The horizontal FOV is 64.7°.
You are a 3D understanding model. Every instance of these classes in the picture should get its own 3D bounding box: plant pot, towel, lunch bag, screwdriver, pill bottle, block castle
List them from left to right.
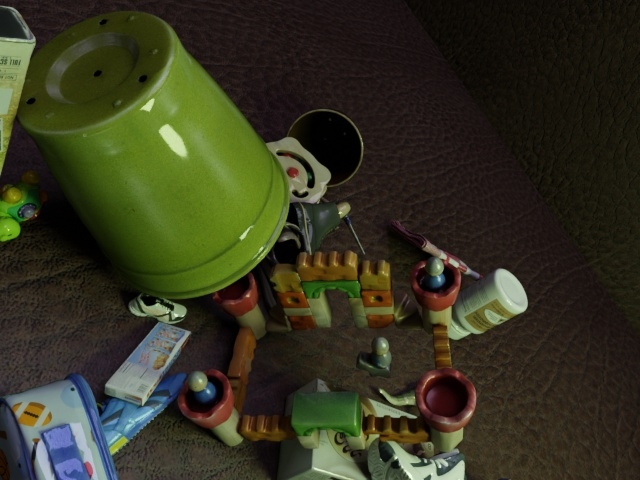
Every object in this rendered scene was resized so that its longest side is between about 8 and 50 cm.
[{"bbox_3d":[-0.302,0.327,0.597,0.114,0.243,0.304,-10,65,-46],"label":"lunch bag"},{"bbox_3d":[-0.270,-0.146,0.812,0.353,0.366,0.367,68,8,-58],"label":"plant pot"},{"bbox_3d":[0.026,-0.294,1.476,0.215,0.215,0.230,40,24,-10],"label":"plant pot"},{"bbox_3d":[0.017,0.178,0.858,0.213,0.452,0.303,73,18,-46],"label":"block castle"},{"bbox_3d":[0.090,-0.035,1.446,0.170,0.024,0.025,64,12,9],"label":"screwdriver"},{"bbox_3d":[0.378,0.049,1.522,0.328,0.037,0.237,28,7,-23],"label":"towel"},{"bbox_3d":[0.447,0.187,1.419,0.131,0.229,0.131,25,44,-27],"label":"pill bottle"}]

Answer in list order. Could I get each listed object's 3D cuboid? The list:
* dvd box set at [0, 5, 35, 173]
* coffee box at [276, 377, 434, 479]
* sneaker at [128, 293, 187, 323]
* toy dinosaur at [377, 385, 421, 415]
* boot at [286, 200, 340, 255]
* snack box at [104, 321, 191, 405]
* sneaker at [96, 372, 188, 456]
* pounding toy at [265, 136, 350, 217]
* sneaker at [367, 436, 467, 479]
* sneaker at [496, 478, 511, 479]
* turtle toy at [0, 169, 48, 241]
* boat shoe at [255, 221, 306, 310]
[{"bbox_3d":[-0.541,-0.097,0.587,0.307,0.420,0.062,-18,68,-48],"label":"dvd box set"},{"bbox_3d":[0.077,0.407,0.980,0.297,0.119,0.168,28,43,-23],"label":"coffee box"},{"bbox_3d":[-0.294,0.125,0.933,0.109,0.043,0.040,16,46,-36],"label":"sneaker"},{"bbox_3d":[0.252,0.388,1.208,0.268,0.064,0.118,3,42,-41],"label":"toy dinosaur"},{"bbox_3d":[0.000,0.000,1.223,0.136,0.076,0.198,-10,95,-34],"label":"boot"},{"bbox_3d":[-0.282,0.199,0.844,0.064,0.022,0.178,16,25,4],"label":"snack box"},{"bbox_3d":[-0.295,0.260,0.799,0.082,0.069,0.209,47,39,5],"label":"sneaker"},{"bbox_3d":[-0.065,-0.128,1.337,0.154,0.155,0.269,-40,78,-23],"label":"pounding toy"},{"bbox_3d":[0.187,0.409,0.911,0.235,0.094,0.153,48,41,-3],"label":"sneaker"},{"bbox_3d":[0.494,0.654,1.175,0.316,0.127,0.182,51,35,-7],"label":"sneaker"},{"bbox_3d":[-0.514,-0.055,0.851,0.066,0.095,0.130,52,34,-30],"label":"turtle toy"},{"bbox_3d":[-0.090,0.012,1.145,0.132,0.130,0.356,-10,66,-47],"label":"boat shoe"}]
